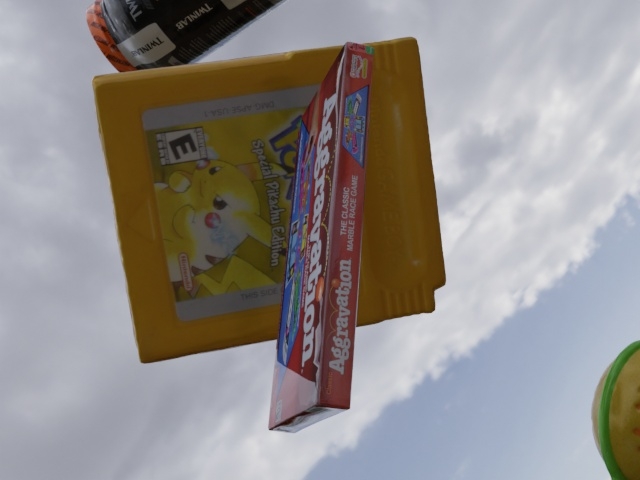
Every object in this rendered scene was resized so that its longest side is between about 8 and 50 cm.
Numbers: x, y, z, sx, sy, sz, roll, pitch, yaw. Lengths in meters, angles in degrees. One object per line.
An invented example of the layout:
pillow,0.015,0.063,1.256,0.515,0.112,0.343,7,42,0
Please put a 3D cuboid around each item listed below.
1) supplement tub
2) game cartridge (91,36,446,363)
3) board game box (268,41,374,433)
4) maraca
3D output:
supplement tub,-0.222,-0.425,1.498,0.338,0.207,0.207,-30,-26,16
game cartridge,-0.043,-0.042,0.872,0.323,0.052,0.285,-9,-82,-8
board game box,0.000,0.001,0.689,0.027,0.281,0.145,11,-22,-15
maraca,0.304,0.183,0.803,0.127,0.099,0.186,7,-95,-23
